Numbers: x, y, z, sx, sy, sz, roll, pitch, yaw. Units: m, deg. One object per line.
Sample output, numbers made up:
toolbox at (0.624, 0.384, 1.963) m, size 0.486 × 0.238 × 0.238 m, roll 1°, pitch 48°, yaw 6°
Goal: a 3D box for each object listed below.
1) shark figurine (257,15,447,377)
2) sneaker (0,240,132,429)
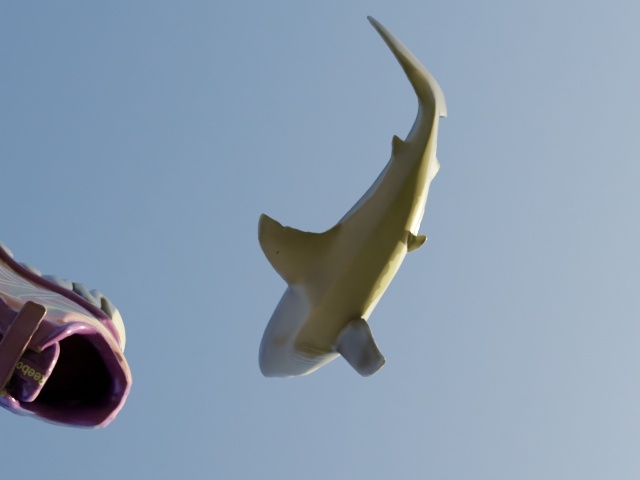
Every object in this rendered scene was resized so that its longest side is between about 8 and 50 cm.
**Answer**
shark figurine at (0.015, -0.017, 1.118) m, size 0.116 × 0.166 × 0.278 m, roll 25°, pitch -85°, yaw -19°
sneaker at (-0.202, 0.049, 0.926) m, size 0.236 × 0.104 × 0.095 m, roll 28°, pitch -80°, yaw -35°
